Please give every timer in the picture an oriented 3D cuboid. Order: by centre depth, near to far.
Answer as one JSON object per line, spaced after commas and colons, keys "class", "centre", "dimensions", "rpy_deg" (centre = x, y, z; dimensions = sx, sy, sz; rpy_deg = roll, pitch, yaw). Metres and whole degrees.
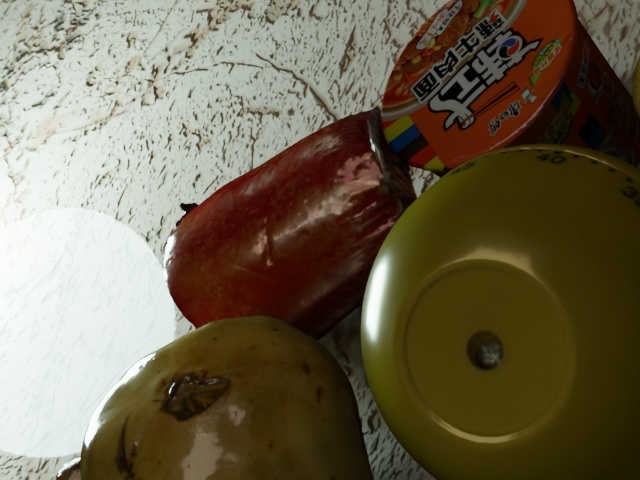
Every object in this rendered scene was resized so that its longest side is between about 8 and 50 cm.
{"class": "timer", "centre": [0.228, 0.077, 1.518], "dimensions": [0.376, 0.387, 0.376], "rpy_deg": [5, 100, 28]}

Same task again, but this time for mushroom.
{"class": "mushroom", "centre": [-0.300, 0.308, 2.034], "dimensions": [0.129, 0.072, 0.088], "rpy_deg": [12, 104, 52]}

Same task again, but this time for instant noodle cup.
{"class": "instant noodle cup", "centre": [0.219, -0.136, 1.764], "dimensions": [0.250, 0.192, 0.250], "rpy_deg": [-25, 46, 29]}

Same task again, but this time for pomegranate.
{"class": "pomegranate", "centre": [-0.083, 0.250, 1.689], "dimensions": [0.332, 0.332, 0.332], "rpy_deg": [-26, 46, 29]}

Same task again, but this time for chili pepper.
{"class": "chili pepper", "centre": [0.000, 0.000, 1.856], "dimensions": [0.305, 0.229, 0.251], "rpy_deg": [-29, 8, 23]}

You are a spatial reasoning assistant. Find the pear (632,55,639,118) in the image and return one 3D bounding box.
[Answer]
{"class": "pear", "centre": [0.396, -0.153, 1.626], "dimensions": [0.178, 0.178, 0.178], "rpy_deg": [-26, 46, 29]}
